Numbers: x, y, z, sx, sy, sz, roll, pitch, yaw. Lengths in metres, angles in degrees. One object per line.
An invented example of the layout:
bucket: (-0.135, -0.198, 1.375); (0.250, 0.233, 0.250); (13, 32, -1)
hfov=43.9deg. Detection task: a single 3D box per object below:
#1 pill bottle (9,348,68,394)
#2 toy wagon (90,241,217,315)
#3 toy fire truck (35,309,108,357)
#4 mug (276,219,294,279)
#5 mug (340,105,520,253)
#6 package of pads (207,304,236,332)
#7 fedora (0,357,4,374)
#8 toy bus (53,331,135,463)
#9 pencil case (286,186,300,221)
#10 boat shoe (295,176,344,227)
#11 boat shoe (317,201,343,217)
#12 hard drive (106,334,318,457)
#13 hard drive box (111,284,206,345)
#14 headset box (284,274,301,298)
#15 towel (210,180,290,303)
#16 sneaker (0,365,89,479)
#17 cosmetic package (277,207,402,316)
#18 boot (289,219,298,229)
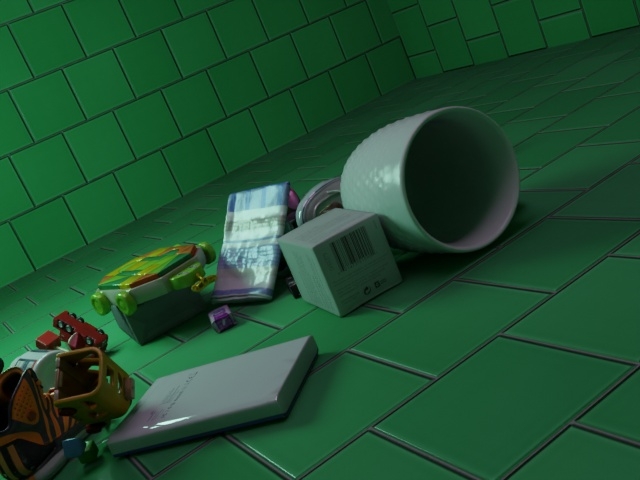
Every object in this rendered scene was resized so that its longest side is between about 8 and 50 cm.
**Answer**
pill bottle: (-0.611, 0.293, 1.741); (0.180, 0.108, 0.108); (-6, 22, 49)
toy wagon: (-0.367, 0.080, 1.843); (0.344, 0.068, 0.267); (-6, 22, 47)
toy fire truck: (-0.598, 0.244, 1.912); (0.192, 0.135, 0.047); (26, 35, 17)
mug: (-0.103, 0.020, 1.924); (0.097, 0.158, 0.129); (-15, -8, -6)
mug: (0.234, -0.108, 1.634); (0.374, 0.276, 0.328); (4, -3, -27)
package of pads: (-0.214, 0.169, 1.719); (0.050, 0.032, 0.083); (-28, 15, -8)
fedora: (-0.769, 0.324, 1.705); (0.152, 0.334, 0.334); (7, 3, -22)
toy bus: (-0.371, 0.259, 1.351); (0.104, 0.191, 0.202); (-12, 15, 6)
pencil case: (-0.145, -0.057, 2.039); (0.209, 0.095, 0.098); (-28, 43, 0)
boat shoe: (0.119, -0.104, 2.017); (0.367, 0.136, 0.156); (-20, 15, -29)
boat shoe: (0.000, 0.000, 1.750); (0.207, 0.073, 0.073); (-55, 12, 44)
hard drive: (-0.175, 0.258, 1.325); (0.318, 0.040, 0.210); (-18, 15, 21)
hard drive box: (-0.406, 0.157, 1.944); (0.181, 0.089, 0.232); (-29, 15, -22)
headset box: (-0.040, 0.093, 1.720); (0.062, 0.032, 0.083); (-26, 16, -7)
towel: (-0.164, 0.008, 1.840); (0.209, 0.285, 0.034); (-7, -22, 44)
sneaker: (-0.493, 0.287, 1.431); (0.124, 0.180, 0.321); (-20, 15, 11)
cosmetic package: (0.035, 0.037, 1.565); (0.151, 0.151, 0.183); (-28, 16, -18)
boot: (-0.129, 0.007, 2.078); (0.208, 0.076, 0.189); (-26, 3, -33)
